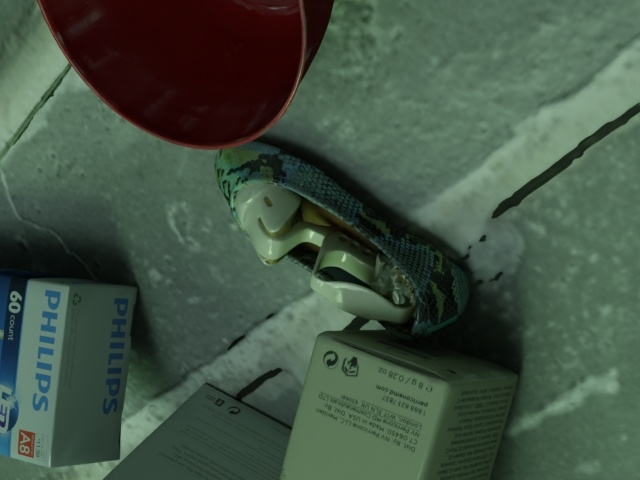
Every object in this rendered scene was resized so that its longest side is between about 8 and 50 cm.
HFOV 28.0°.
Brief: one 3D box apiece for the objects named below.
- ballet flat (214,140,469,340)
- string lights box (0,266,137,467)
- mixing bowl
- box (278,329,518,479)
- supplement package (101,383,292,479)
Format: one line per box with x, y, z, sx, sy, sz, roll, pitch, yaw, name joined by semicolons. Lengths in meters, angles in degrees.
0.000;0.000;0.774;0.188;0.070;0.070;28;134;20;ballet flat
-0.265;0.085;0.998;0.259;0.076;0.133;6;90;35;string lights box
-0.058;-0.151;0.686;0.181;0.098;0.181;21;132;26;mixing bowl
0.026;0.196;0.769;0.094;0.113;0.275;18;95;30;box
-0.104;0.242;0.898;0.133;0.244;0.139;25;133;23;supplement package
